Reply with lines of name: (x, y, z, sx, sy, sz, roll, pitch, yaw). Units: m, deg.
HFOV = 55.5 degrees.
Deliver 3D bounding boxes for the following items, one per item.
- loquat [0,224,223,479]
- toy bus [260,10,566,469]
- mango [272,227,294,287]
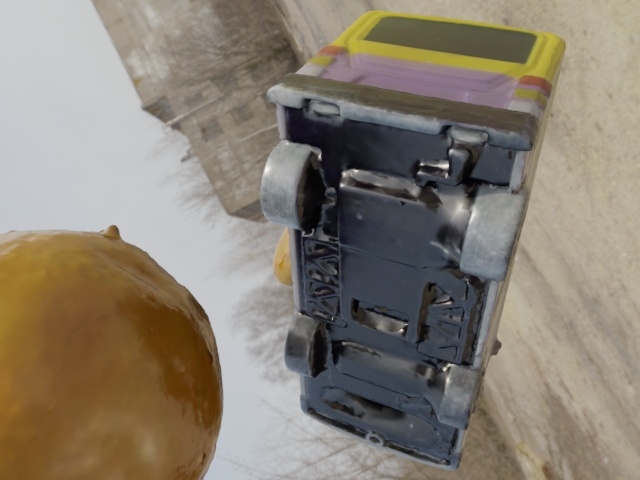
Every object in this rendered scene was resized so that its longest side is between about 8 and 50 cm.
loquat: (-0.240, 0.145, 0.516, 0.328, 0.329, 0.328, 63, -177, -6)
toy bus: (0.096, 0.015, 0.635, 0.249, 0.210, 0.439, -56, -28, -43)
mango: (0.000, 0.000, 1.118, 0.147, 0.227, 0.109, 47, -168, 28)
